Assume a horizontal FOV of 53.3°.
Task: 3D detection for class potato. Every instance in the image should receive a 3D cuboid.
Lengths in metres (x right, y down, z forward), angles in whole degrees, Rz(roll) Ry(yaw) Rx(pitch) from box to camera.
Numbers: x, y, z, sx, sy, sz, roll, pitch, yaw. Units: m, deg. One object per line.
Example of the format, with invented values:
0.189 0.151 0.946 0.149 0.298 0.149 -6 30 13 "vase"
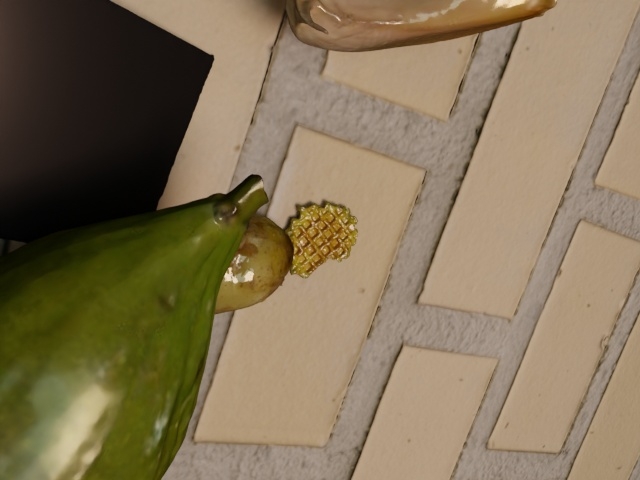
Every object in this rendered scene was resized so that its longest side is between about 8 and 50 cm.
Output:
-0.068 0.021 0.590 0.103 0.066 0.096 -21 120 -13 "potato"

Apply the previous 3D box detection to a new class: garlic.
0.074 -0.219 0.534 0.245 0.164 0.145 -17 132 -17 "garlic"

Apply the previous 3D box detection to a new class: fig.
-0.162 0.103 0.476 0.314 0.233 0.233 -21 117 -16 "fig"

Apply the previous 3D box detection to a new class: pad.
-0.223 -0.097 0.453 0.300 0.005 0.202 15 100 -50 "pad"

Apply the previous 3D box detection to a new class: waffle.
0.001 -0.002 0.657 0.085 0.016 0.078 -12 113 -26 "waffle"
